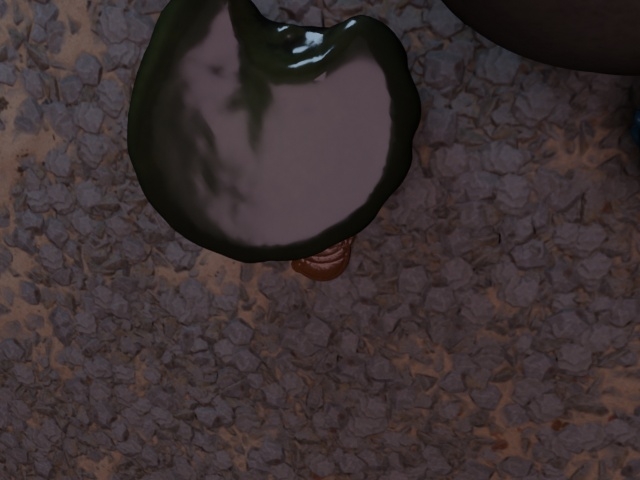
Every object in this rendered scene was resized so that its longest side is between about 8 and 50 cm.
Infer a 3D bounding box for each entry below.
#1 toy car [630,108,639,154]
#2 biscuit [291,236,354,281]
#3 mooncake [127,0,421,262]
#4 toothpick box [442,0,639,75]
[{"bbox_3d":[0.453,-0.148,0.481,0.255,0.188,0.190,-36,80,16],"label":"toy car"},{"bbox_3d":[0.000,0.000,0.714,0.102,0.019,0.130,7,107,10],"label":"biscuit"},{"bbox_3d":[-0.054,-0.140,0.594,0.352,0.187,0.351,1,100,7],"label":"mooncake"},{"bbox_3d":[0.261,-0.340,0.338,0.409,0.425,0.408,13,120,23],"label":"toothpick box"}]
